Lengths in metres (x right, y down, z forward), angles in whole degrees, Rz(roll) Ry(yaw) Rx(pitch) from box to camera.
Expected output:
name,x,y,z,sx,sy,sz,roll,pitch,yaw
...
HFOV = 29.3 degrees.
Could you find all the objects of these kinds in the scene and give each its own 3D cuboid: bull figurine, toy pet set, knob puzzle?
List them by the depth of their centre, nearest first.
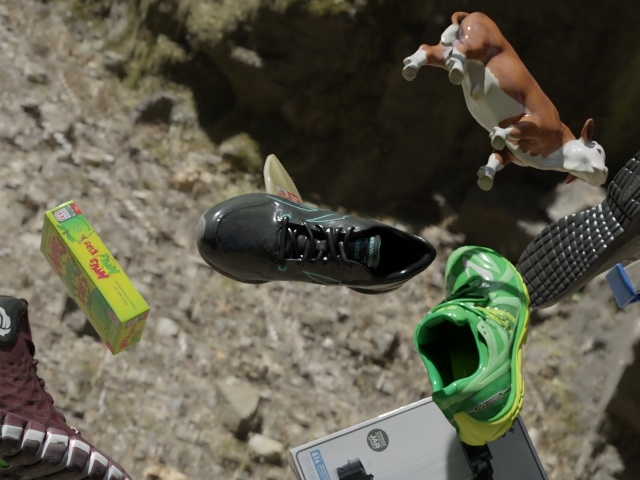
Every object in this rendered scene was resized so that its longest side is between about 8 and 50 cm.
name,x,y,z,sx,sy,sz,roll,pitch,yaw
toy pet set,0.376,0.077,1.413,0.122,0.065,0.114,8,55,-57
bull figurine,0.252,-0.174,1.655,0.188,0.101,0.310,-27,76,-46
knob puzzle,-0.060,-0.050,2.043,0.030,0.213,0.213,-22,18,14

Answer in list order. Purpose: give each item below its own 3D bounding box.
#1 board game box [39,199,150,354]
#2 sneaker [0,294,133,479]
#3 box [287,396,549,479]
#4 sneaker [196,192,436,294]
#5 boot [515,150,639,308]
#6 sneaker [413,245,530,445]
name,x,y,z,sx,sy,sz,roll,pitch,yaw
board game box,-0.290,0.048,1.565,0.043,0.092,0.181,-28,70,-30
sneaker,-0.249,0.136,1.075,0.281,0.106,0.162,45,34,-44
box,0.121,0.292,1.537,0.290,0.087,0.169,-18,73,-10
sneaker,0.000,0.000,1.306,0.267,0.101,0.106,6,-8,-28
boot,0.470,0.018,1.837,0.223,0.338,0.118,23,39,-37
sneaker,0.181,0.101,1.468,0.123,0.109,0.295,42,32,-29
